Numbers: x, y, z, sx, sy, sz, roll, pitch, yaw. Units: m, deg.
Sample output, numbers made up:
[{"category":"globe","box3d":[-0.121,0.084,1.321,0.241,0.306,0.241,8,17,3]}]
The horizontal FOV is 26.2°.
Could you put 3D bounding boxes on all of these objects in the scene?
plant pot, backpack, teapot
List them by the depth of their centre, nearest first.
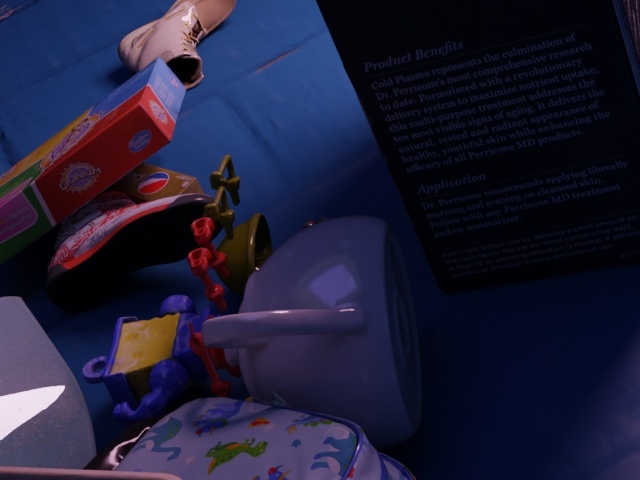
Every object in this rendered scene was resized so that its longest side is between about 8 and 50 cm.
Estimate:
[{"category":"backpack","box3d":[-0.067,0.276,1.220,0.355,0.273,0.290,17,42,27]},{"category":"plant pot","box3d":[-0.356,0.238,1.365,0.248,0.247,0.252,-11,38,-44]},{"category":"teapot","box3d":[-0.007,0.098,1.373,0.187,0.256,0.252,-8,35,10]}]

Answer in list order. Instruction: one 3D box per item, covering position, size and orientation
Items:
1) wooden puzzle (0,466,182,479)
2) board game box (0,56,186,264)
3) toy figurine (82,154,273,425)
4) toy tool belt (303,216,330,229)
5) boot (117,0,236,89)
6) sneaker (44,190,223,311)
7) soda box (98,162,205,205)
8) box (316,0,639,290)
[{"category":"wooden puzzle","box3d":[-0.228,0.346,1.139,0.348,0.322,0.080,-1,16,31]},{"category":"board game box","box3d":[-0.332,-0.105,1.861,0.316,0.064,0.242,-35,18,12]},{"category":"toy figurine","box3d":[-0.178,0.088,1.554,0.217,0.191,0.362,-19,35,16]},{"category":"toy tool belt","box3d":[0.000,0.000,1.666,0.083,0.052,0.051,13,42,41]},{"category":"boot","box3d":[-0.206,-0.313,2.158,0.213,0.077,0.165,-33,36,-3]},{"category":"sneaker","box3d":[-0.238,-0.025,1.763,0.270,0.090,0.145,-29,36,22]},{"category":"soda box","box3d":[-0.235,-0.062,1.874,0.181,0.058,0.061,16,53,43]},{"category":"box","box3d":[0.211,-0.286,1.546,0.297,0.472,0.480,-11,37,18]}]
